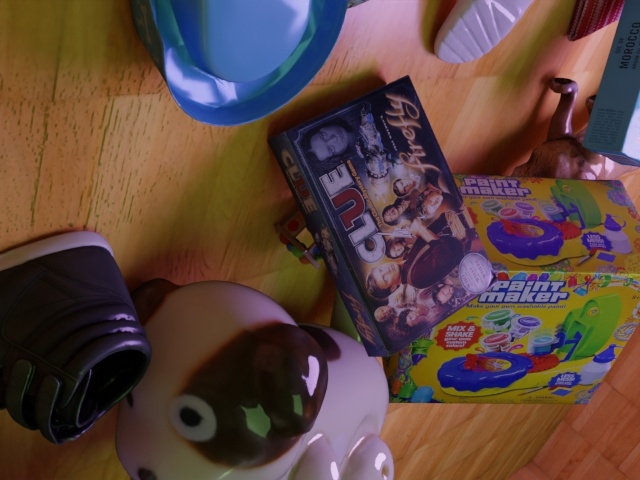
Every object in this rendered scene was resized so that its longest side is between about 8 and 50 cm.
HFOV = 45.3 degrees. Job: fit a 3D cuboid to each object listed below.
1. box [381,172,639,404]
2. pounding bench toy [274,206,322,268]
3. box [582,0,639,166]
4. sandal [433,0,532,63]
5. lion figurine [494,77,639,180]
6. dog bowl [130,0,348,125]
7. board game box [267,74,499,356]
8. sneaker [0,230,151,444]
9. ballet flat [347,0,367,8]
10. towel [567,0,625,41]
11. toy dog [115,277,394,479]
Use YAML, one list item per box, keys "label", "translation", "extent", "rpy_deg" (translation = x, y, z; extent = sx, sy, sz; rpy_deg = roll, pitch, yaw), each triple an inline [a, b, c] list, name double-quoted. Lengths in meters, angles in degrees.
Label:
- label: "box"
  translation: [0.242, 0.070, 1.025]
  extent: [0.290, 0.177, 0.279]
  rpy_deg: [1, 135, -7]
- label: "pounding bench toy"
  translation: [0.000, 0.000, 0.852]
  extent: [0.065, 0.083, 0.052]
  rpy_deg: [-45, 150, -4]
- label: "box"
  translation: [0.418, -0.221, 0.977]
  extent: [0.100, 0.060, 0.244]
  rpy_deg: [13, 95, -39]
- label: "sandal"
  translation: [0.191, -0.291, 0.769]
  extent: [0.102, 0.076, 0.265]
  rpy_deg: [3, 147, -36]
- label: "lion figurine"
  translation: [0.420, -0.138, 1.147]
  extent: [0.392, 0.142, 0.240]
  rpy_deg: [-21, 128, -25]
- label: "dog bowl"
  translation: [-0.058, -0.220, 0.527]
  extent: [0.166, 0.074, 0.297]
  rpy_deg: [-28, 145, -29]
- label: "board game box"
  translation: [0.070, -0.026, 0.788]
  extent: [0.165, 0.243, 0.042]
  rpy_deg: [-30, -171, -27]
- label: "sneaker"
  translation: [-0.264, 0.105, 0.582]
  extent: [0.296, 0.147, 0.104]
  rpy_deg: [-27, 147, -28]
- label: "ballet flat"
  translation: [0.087, -0.267, 0.664]
  extent: [0.188, 0.070, 0.070]
  rpy_deg: [-47, 150, 1]
- label: "towel"
  translation: [0.439, -0.389, 0.995]
  extent: [0.275, 0.031, 0.199]
  rpy_deg: [-31, 149, -21]
- label: "toy dog"
  translation: [-0.057, 0.191, 0.825]
  extent: [0.395, 0.284, 0.408]
  rpy_deg: [-56, 151, -10]
